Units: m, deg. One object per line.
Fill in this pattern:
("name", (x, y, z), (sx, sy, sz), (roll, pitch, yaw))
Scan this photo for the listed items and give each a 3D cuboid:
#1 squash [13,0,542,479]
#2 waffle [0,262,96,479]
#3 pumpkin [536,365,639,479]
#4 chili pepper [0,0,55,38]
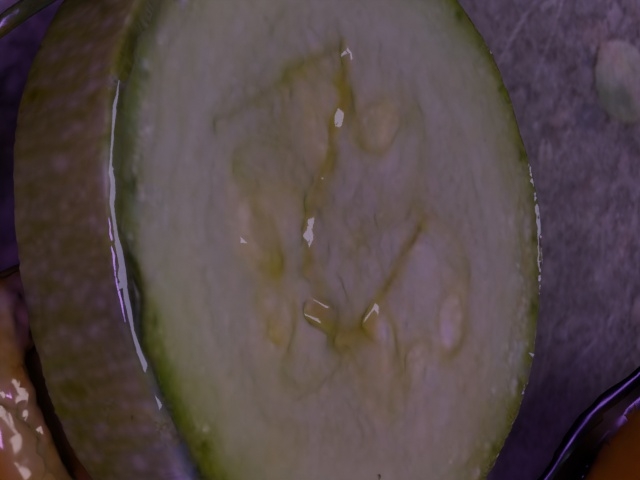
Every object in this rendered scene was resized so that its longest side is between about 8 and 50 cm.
("squash", (0.000, 0.000, 0.635), (0.252, 0.049, 0.252), (13, 72, -47))
("waffle", (-0.063, 0.105, 0.621), (0.248, 0.055, 0.221), (-28, 102, -47))
("pumpkin", (0.224, 0.185, 0.782), (0.225, 0.256, 0.303), (38, 80, -43))
("chili pepper", (-0.159, -0.010, 0.526), (0.204, 0.073, 0.072), (-39, 130, -33))
